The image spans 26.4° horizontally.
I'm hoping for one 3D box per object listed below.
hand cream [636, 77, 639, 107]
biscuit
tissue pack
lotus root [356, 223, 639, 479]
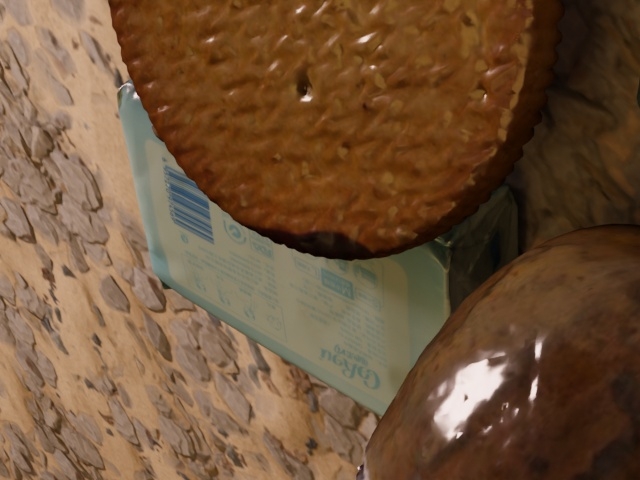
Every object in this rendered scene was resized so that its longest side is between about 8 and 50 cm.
[{"bbox_3d":[0.168,-0.134,0.533,0.075,0.052,0.248,33,143,27],"label":"hand cream"},{"bbox_3d":[-0.004,-0.137,0.698,0.305,0.038,0.305,17,117,37],"label":"biscuit"},{"bbox_3d":[0.000,0.000,0.852,0.263,0.089,0.177,26,140,32],"label":"tissue pack"},{"bbox_3d":[0.171,0.112,0.628,0.272,0.272,0.192,37,101,23],"label":"lotus root"}]
